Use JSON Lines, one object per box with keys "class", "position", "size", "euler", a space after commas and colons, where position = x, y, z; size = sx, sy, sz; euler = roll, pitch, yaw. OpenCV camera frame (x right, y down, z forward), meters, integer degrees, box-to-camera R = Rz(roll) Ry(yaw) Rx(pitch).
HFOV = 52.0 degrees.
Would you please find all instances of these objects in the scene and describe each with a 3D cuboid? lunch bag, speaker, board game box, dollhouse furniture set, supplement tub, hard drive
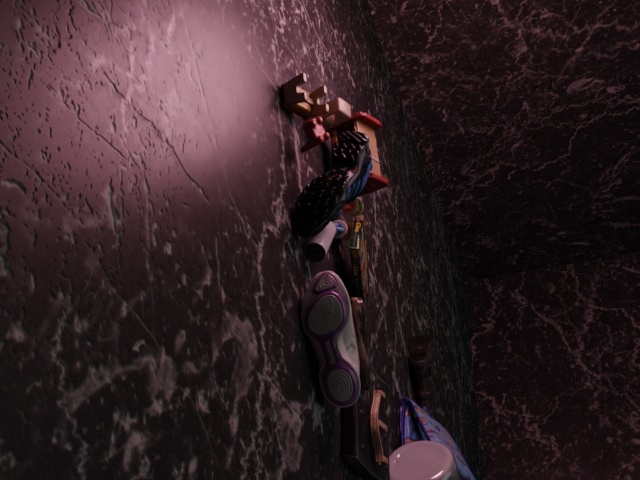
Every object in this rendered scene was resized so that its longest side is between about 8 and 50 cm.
{"class": "lunch bag", "position": [0.353, 0.640, 2.083], "size": [0.221, 0.138, 0.293], "euler": [41, 22, -26]}
{"class": "speaker", "position": [0.000, 0.000, 1.612], "size": [0.136, 0.055, 0.055], "euler": [-66, 140, -61]}
{"class": "board game box", "position": [0.112, 0.069, 1.839], "size": [0.136, 0.030, 0.260], "euler": [-80, 166, -45]}
{"class": "dollhouse furniture set", "position": [0.018, -0.261, 1.748], "size": [0.374, 0.152, 0.201], "euler": [18, 61, -50]}
{"class": "supplement tub", "position": [0.310, 0.754, 1.834], "size": [0.207, 0.207, 0.338], "euler": [-57, 133, -65]}
{"class": "hard drive", "position": [0.115, 0.505, 1.645], "size": [0.255, 0.054, 0.172], "euler": [54, 29, -50]}

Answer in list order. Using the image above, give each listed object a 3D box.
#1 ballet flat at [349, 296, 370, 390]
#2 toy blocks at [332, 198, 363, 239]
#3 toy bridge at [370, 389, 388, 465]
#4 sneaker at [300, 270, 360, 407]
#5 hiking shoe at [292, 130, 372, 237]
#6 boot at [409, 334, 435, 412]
{"class": "ballet flat", "position": [0.097, 0.276, 1.750], "size": [0.084, 0.058, 0.250], "euler": [-159, -117, -86]}
{"class": "toy blocks", "position": [0.066, -0.064, 1.804], "size": [0.148, 0.054, 0.123], "euler": [7, 97, -71]}
{"class": "toy bridge", "position": [0.144, 0.462, 1.629], "size": [0.063, 0.026, 0.188], "euler": [51, 32, -49]}
{"class": "sneaker", "position": [0.024, 0.221, 1.511], "size": [0.152, 0.114, 0.305], "euler": [-17, 100, -85]}
{"class": "hiking shoe", "position": [0.047, -0.116, 1.584], "size": [0.304, 0.113, 0.132], "euler": [-56, 143, -19]}
{"class": "boot", "position": [0.383, 0.493, 2.435], "size": [0.263, 0.091, 0.229], "euler": [-50, 131, -62]}
